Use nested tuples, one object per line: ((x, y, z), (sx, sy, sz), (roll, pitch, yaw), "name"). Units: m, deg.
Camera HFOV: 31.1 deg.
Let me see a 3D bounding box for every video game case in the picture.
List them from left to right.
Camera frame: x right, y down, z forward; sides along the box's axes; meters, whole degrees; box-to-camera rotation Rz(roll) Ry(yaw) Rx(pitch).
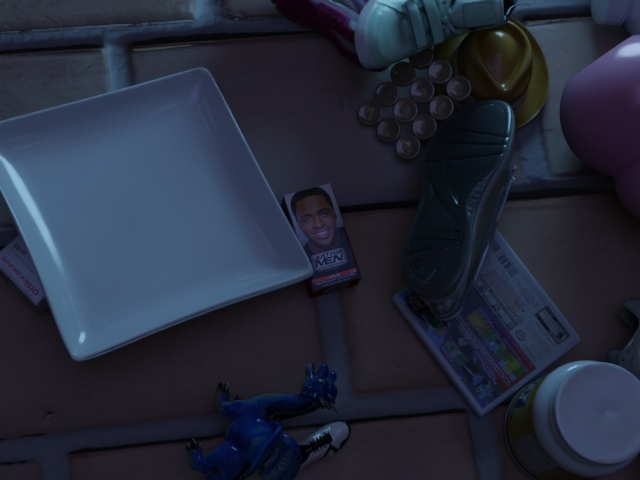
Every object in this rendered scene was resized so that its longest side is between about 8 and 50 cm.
((0.227, 0.109, 1.575), (0.183, 0.023, 0.201), (-34, 81, -15), "video game case")

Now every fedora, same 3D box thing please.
((0.252, -0.254, 1.656), (0.194, 0.079, 0.194), (2, 74, -7), "fedora")

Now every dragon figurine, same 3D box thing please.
((-0.081, 0.265, 1.425), (0.144, 0.085, 0.289), (12, 61, 31), "dragon figurine")

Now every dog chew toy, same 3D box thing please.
((0.481, -0.117, 1.589), (0.206, 0.206, 0.332), (-34, 88, -15), "dog chew toy")

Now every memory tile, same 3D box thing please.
((0.133, -0.198, 1.633), (0.113, 0.012, 0.148), (42, 92, 13), "memory tile")

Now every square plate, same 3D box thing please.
((-0.232, -0.042, 1.510), (0.344, 0.049, 0.347), (-20, 71, -25), "square plate")

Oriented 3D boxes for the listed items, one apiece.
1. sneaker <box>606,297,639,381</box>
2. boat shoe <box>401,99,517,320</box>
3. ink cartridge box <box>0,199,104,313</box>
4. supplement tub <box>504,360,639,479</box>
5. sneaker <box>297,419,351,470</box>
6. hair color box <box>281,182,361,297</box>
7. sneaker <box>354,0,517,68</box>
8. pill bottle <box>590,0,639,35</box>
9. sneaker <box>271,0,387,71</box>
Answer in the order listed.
((0.444, 0.199, 1.548), (0.121, 0.099, 0.263), (7, 68, 7), "sneaker")
((0.195, -0.049, 1.565), (0.118, 0.103, 0.320), (4, 62, 25), "boat shoe")
((-0.356, 0.022, 1.510), (0.088, 0.052, 0.122), (44, 74, 7), "ink cartridge box")
((0.325, 0.232, 1.456), (0.144, 0.200, 0.144), (2, 73, -7), "supplement tub")
((-0.005, 0.268, 1.487), (0.109, 0.044, 0.040), (-32, 78, -16), "sneaker")
((0.000, 0.000, 1.567), (0.072, 0.043, 0.141), (-16, 75, -10), "hair color box")
((0.165, -0.310, 1.568), (0.256, 0.151, 0.094), (-37, 120, -38), "sneaker")
((0.520, -0.358, 1.697), (0.221, 0.124, 0.124), (1, 73, -7), "pill bottle")
((0.020, -0.356, 1.653), (0.252, 0.103, 0.111), (37, 71, -4), "sneaker")
